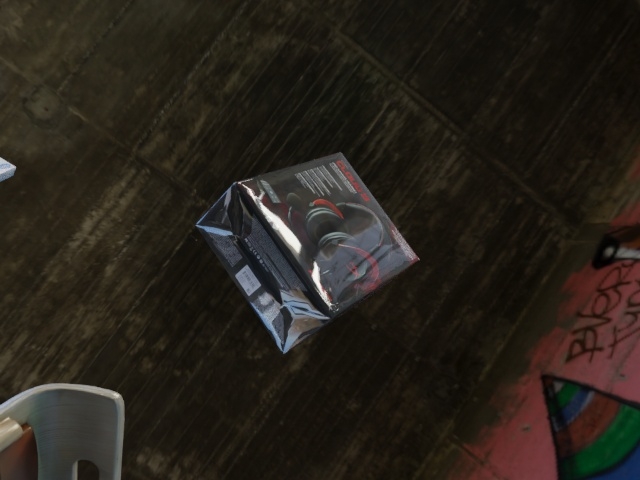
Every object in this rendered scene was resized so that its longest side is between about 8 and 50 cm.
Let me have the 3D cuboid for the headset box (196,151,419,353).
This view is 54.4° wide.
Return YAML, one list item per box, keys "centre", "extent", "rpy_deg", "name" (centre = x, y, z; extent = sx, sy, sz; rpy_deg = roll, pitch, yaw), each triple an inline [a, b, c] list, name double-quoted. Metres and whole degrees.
- centre: [0.000, 0.000, 0.918]
  extent: [0.218, 0.110, 0.293]
  rpy_deg: [55, -143, 8]
  name: "headset box"

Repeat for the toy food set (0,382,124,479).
- centre: [-0.249, 0.260, 0.402]
  extent: [0.092, 0.306, 0.219]
  rpy_deg: [22, -62, 17]
  name: "toy food set"

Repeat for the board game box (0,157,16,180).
- centre: [-0.504, -0.109, 0.890]
  extent: [0.090, 0.090, 0.020]
  rpy_deg: [31, -65, -2]
  name: "board game box"
